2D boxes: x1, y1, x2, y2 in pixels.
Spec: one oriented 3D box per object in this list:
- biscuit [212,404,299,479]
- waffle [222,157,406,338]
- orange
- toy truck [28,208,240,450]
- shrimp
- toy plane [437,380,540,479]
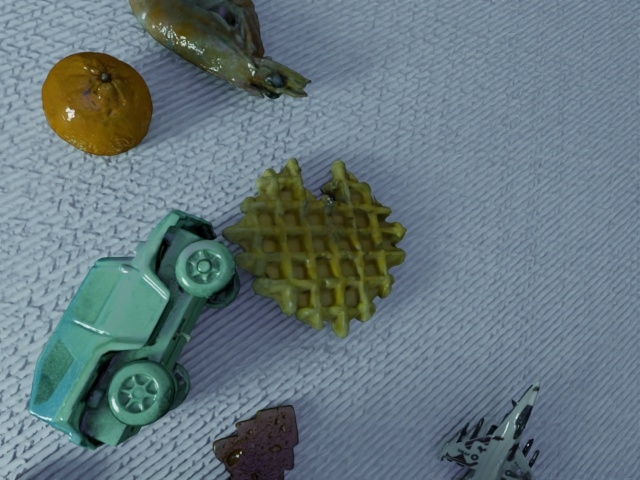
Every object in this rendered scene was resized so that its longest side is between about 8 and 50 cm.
[{"bbox_3d":[-0.077,0.284,0.627,0.119,0.019,0.130,42,73,-4],"label":"biscuit"},{"bbox_3d":[-0.001,0.000,0.672,0.261,0.056,0.250,44,64,-6],"label":"waffle"},{"bbox_3d":[-0.294,-0.183,0.604,0.135,0.117,0.136,3,74,-10],"label":"orange"},{"bbox_3d":[-0.210,0.101,0.557,0.156,0.155,0.279,24,75,-1],"label":"toy truck"},{"bbox_3d":[-0.142,-0.324,0.695,0.317,0.077,0.168,33,71,-4],"label":"shrimp"},{"bbox_3d":[0.268,0.312,0.684,0.159,0.082,0.234,23,87,-1],"label":"toy plane"}]
